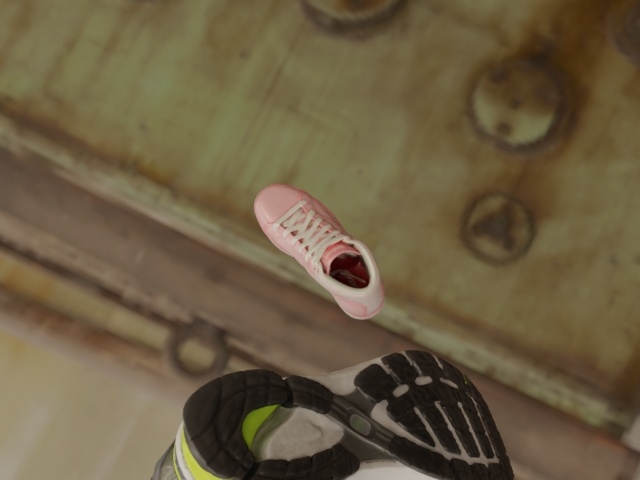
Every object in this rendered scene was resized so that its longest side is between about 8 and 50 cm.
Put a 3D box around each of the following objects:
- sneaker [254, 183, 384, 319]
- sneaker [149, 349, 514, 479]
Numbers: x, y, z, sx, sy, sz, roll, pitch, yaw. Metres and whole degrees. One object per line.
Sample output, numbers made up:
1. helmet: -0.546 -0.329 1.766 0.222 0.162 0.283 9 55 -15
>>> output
1. sneaker: 0.000 0.000 1.304 0.134 0.051 0.070 48 171 13
2. sneaker: 0.006 0.146 1.134 0.300 0.111 0.121 5 145 -40
